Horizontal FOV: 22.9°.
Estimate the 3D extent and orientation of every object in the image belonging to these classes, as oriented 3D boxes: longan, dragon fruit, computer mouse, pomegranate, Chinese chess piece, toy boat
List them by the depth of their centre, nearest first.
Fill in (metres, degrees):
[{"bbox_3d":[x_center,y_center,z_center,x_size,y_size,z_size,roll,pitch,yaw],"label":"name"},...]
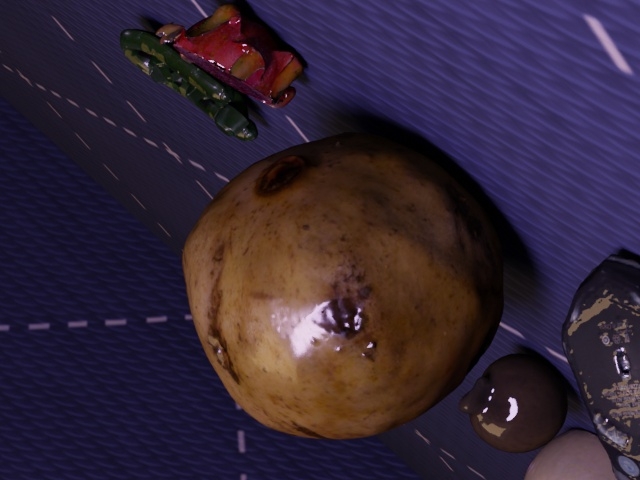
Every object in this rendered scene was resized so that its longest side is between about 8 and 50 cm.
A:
[{"bbox_3d":[0.244,0.101,1.187,0.106,0.062,0.192,-7,100,47],"label":"computer mouse"},{"bbox_3d":[0.017,0.038,1.376,0.281,0.281,0.281,42,170,9],"label":"pomegranate"},{"bbox_3d":[-0.074,-0.175,1.443,0.126,0.068,0.112,29,178,10],"label":"dragon fruit"},{"bbox_3d":[0.199,0.168,1.636,0.119,0.106,0.106,12,-175,-26],"label":"longan"},{"bbox_3d":[-0.146,-0.178,1.733,0.210,0.052,0.104,36,170,33],"label":"toy boat"},{"bbox_3d":[0.337,0.322,1.764,0.251,0.097,0.251,41,170,9],"label":"Chinese chess piece"}]
